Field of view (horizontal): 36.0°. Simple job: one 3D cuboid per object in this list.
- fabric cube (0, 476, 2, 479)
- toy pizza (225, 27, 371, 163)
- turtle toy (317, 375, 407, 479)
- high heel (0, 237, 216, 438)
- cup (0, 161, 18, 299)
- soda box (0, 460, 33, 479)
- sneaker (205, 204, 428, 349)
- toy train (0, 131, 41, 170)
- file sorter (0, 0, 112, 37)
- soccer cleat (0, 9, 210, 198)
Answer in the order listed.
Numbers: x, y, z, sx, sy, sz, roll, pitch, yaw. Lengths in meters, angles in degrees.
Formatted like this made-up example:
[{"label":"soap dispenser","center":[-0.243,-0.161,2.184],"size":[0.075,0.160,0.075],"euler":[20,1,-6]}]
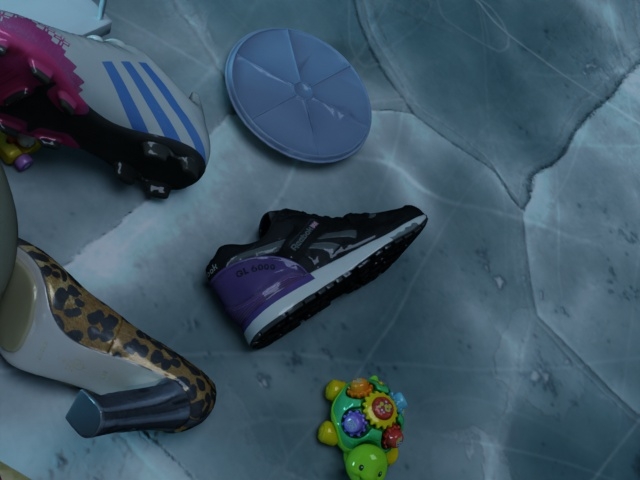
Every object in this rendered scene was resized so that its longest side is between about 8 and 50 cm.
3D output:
[{"label":"fabric cube","center":[-0.329,0.229,0.639],"size":[0.254,0.259,0.258],"euler":[-16,65,-25]},{"label":"toy pizza","center":[-0.028,-0.180,1.236],"size":[0.201,0.032,0.201],"euler":[14,57,-22]},{"label":"turtle toy","center":[0.051,0.200,1.044],"size":[0.095,0.066,0.130],"euler":[22,55,-16]},{"label":"high heel","center":[-0.220,0.089,0.979],"size":[0.261,0.093,0.186],"euler":[50,22,26]},{"label":"cup","center":[-0.420,-0.059,0.792],"size":[0.331,0.237,0.331],"euler":[6,60,-11]},{"label":"soda box","center":[-0.228,0.266,0.861],"size":[0.181,0.061,0.058],"euler":[33,53,-8]},{"label":"sneaker","center":[0.000,0.000,1.109],"size":[0.283,0.107,0.124],"euler":[-28,73,-36]},{"label":"toy train","center":[-0.343,-0.143,1.038],"size":[0.125,0.046,0.166],"euler":[29,54,-12]},{"label":"file sorter","center":[-0.369,-0.333,1.028],"size":[0.278,0.173,0.193],"euler":[45,52,11]},{"label":"soccer cleat","center":[-0.250,-0.163,1.020],"size":[0.331,0.116,0.143],"euler":[31,44,-43]}]
